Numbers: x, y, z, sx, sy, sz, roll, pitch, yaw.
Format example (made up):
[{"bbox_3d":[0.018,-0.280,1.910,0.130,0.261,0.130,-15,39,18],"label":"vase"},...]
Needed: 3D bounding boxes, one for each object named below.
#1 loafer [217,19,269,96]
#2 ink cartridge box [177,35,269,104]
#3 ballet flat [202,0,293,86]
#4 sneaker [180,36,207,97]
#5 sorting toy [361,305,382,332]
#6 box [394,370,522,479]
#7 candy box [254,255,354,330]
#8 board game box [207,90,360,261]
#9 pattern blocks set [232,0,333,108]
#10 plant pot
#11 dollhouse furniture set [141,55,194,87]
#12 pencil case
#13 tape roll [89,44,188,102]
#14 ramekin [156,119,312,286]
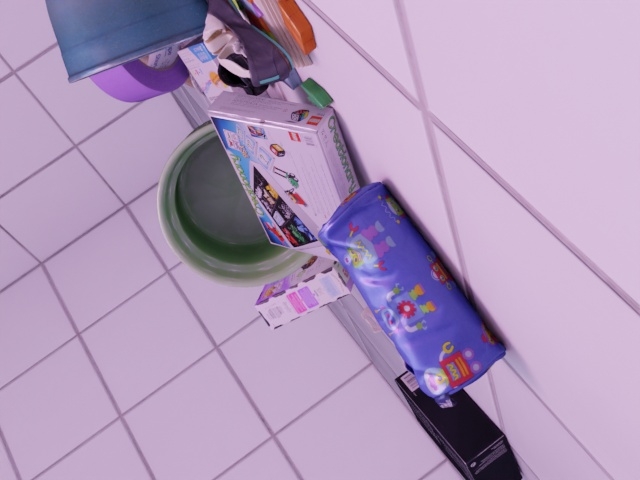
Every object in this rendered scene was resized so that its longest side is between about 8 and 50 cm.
[{"bbox_3d":[-0.129,-0.279,1.334,0.076,0.078,0.223,54,174,7],"label":"loafer"},{"bbox_3d":[-0.170,-0.292,1.531,0.104,0.061,0.181,3,132,56],"label":"ink cartridge box"},{"bbox_3d":[-0.111,-0.260,1.080,0.203,0.074,0.074,50,173,36],"label":"ballet flat"},{"bbox_3d":[-0.210,-0.335,1.648,0.132,0.086,0.229,47,170,39],"label":"sneaker"},{"bbox_3d":[0.129,0.154,1.758,0.083,0.075,0.045,53,174,18],"label":"sorting toy"},{"bbox_3d":[0.284,0.389,1.729,0.261,0.103,0.184,48,168,47],"label":"box"},{"bbox_3d":[-0.022,0.083,1.718,0.070,0.196,0.165,56,-156,-16],"label":"candy box"},{"bbox_3d":[-0.034,-0.086,1.269,0.193,0.053,0.305,15,147,29],"label":"board game box"},{"bbox_3d":[-0.084,-0.309,1.067,0.325,0.026,0.285,57,174,-29],"label":"pattern blocks set"},{"bbox_3d":[-0.339,-0.428,1.381,0.271,0.271,0.255,-143,31,-72],"label":"plant pot"},{"bbox_3d":[-0.323,-0.441,1.940,0.183,0.129,0.129,25,-177,-15],"label":"dollhouse furniture set"},{"bbox_3d":[0.117,0.071,1.130,0.306,0.133,0.119,55,-153,5],"label":"pencil case"},{"bbox_3d":[-0.370,-0.415,1.645,0.275,0.090,0.275,27,-123,-53],"label":"tape roll"},{"bbox_3d":[-0.136,-0.083,1.488,0.303,0.303,0.148,57,-177,-20],"label":"ramekin"}]
